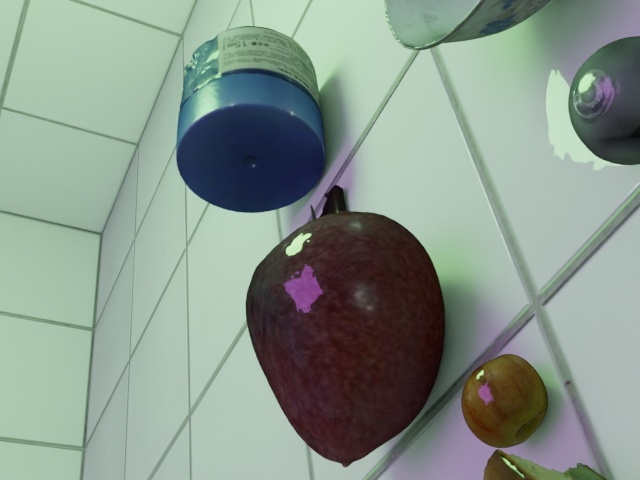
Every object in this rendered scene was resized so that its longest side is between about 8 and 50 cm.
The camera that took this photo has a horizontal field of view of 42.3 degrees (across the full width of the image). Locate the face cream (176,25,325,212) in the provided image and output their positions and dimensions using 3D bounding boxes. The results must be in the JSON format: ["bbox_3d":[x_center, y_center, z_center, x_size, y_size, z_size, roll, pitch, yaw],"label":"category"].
[{"bbox_3d":[-0.119,-0.208,1.421,0.249,0.249,0.225,-54,27,41],"label":"face cream"}]

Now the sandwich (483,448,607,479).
[{"bbox_3d":[0.196,0.240,0.616,0.186,0.108,0.220,-99,30,-41],"label":"sandwich"}]

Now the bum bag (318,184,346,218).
[{"bbox_3d":[0.000,0.000,1.309,0.159,0.026,0.109,-55,31,40],"label":"bum bag"}]

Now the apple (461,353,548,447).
[{"bbox_3d":[0.172,0.149,0.767,0.071,0.084,0.084,50,127,31],"label":"apple"}]

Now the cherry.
[{"bbox_3d":[0.029,0.100,0.950,0.261,0.221,0.307,138,128,-65],"label":"cherry"}]

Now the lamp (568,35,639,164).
[{"bbox_3d":[0.258,-0.115,0.686,0.105,0.105,0.105,-45,38,51],"label":"lamp"}]

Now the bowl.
[{"bbox_3d":[0.204,-0.332,0.879,0.313,0.146,0.313,-48,34,48],"label":"bowl"}]
